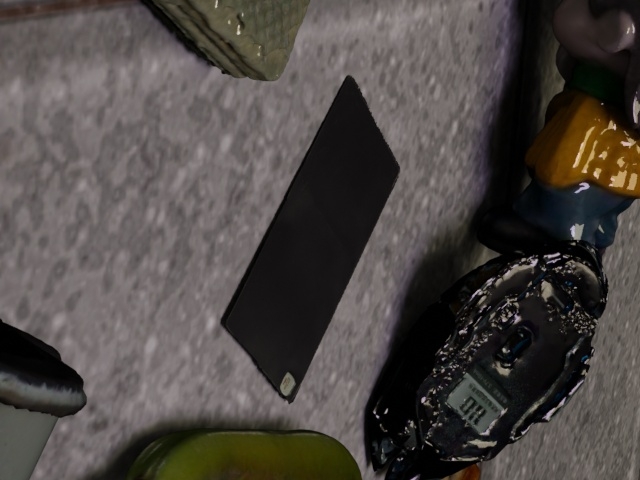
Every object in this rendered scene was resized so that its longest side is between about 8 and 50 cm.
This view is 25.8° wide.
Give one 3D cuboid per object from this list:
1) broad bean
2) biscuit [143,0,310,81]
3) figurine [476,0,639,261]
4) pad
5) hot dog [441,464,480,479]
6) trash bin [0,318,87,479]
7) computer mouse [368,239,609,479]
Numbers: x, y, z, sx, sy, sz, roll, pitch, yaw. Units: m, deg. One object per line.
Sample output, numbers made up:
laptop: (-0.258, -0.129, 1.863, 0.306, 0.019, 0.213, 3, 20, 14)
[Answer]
broad bean: (-0.040, 0.152, 0.855, 0.325, 0.067, 0.075, 21, 53, -58)
biscuit: (-0.062, -0.198, 0.673, 0.252, 0.052, 0.150, 43, 63, -55)
figurine: (0.254, -0.128, 1.095, 0.185, 0.204, 0.332, -12, 112, -61)
pad: (0.000, 0.000, 0.911, 0.193, 0.004, 0.116, -64, 149, -21)
hot dog: (0.079, 0.231, 1.105, 0.165, 0.045, 0.071, -40, 136, -47)
trash bin: (-0.212, 0.107, 0.344, 0.277, 0.217, 0.262, 33, 80, -59)
computer mouse: (0.124, 0.088, 1.065, 0.242, 0.077, 0.146, -46, 121, -4)
